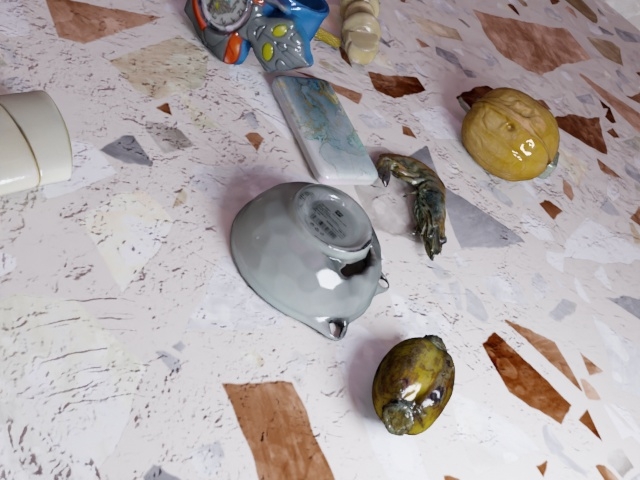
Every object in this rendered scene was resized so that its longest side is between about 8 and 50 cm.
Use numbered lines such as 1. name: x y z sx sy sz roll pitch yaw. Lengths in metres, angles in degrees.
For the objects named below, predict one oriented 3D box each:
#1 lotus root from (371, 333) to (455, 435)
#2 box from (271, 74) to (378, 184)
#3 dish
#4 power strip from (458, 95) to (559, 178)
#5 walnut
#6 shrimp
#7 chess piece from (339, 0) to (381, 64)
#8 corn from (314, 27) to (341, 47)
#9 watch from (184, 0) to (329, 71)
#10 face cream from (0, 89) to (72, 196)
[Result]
1. lotus root: 0.144 0.217 1.197 0.120 0.120 0.209 38 40 2
2. box: 0.006 -0.223 1.564 0.142 0.044 0.285 -4 54 -32
3. dish: 0.000 0.000 1.291 0.302 0.120 0.303 19 43 -19
4. power strip: 0.453 -0.263 1.907 0.288 0.053 0.093 35 42 -2
5. walnut: 0.431 -0.241 1.769 0.226 0.193 0.193 50 42 13
6. shrimp: 0.180 -0.081 1.545 0.169 0.058 0.296 22 37 -14
7. chess piece: 0.098 -0.565 1.893 0.117 0.117 0.397 20 45 -19
8. corn: 0.010 -0.474 1.811 0.083 0.027 0.028 26 9 -15
9. watch: -0.090 -0.470 1.604 0.305 0.241 0.274 44 27 8
10. face cream: -0.505 -0.122 1.074 0.348 0.081 0.174 -20 66 -44
